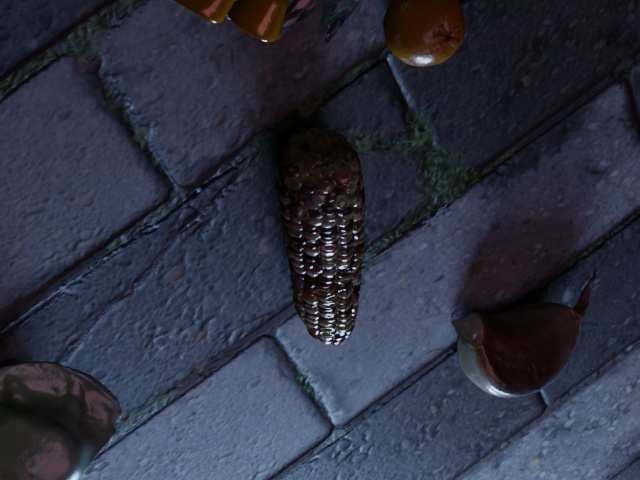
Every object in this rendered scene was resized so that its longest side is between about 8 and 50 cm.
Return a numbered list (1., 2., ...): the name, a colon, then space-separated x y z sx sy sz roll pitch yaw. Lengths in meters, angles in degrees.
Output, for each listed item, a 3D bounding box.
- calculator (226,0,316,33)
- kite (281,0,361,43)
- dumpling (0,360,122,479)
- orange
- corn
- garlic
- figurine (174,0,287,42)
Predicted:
1. calculator: -0.061 -0.247 1.612 0.175 0.032 0.100 23 110 -48
2. kite: 0.017 -0.235 1.672 0.156 0.011 0.139 -38 156 -30
3. dumpling: -0.304 0.210 1.789 0.219 0.108 0.153 -34 140 -11
4. orange: 0.102 -0.210 1.744 0.083 0.070 0.083 -22 134 -25
5. corn: 0.000 0.000 1.851 0.092 0.092 0.280 -22 140 -20
6. garlic: 0.257 0.119 2.163 0.198 0.090 0.128 -15 122 -21
7. figurine: 0.009 -0.324 1.470 0.344 0.187 0.215 -55 166 15
